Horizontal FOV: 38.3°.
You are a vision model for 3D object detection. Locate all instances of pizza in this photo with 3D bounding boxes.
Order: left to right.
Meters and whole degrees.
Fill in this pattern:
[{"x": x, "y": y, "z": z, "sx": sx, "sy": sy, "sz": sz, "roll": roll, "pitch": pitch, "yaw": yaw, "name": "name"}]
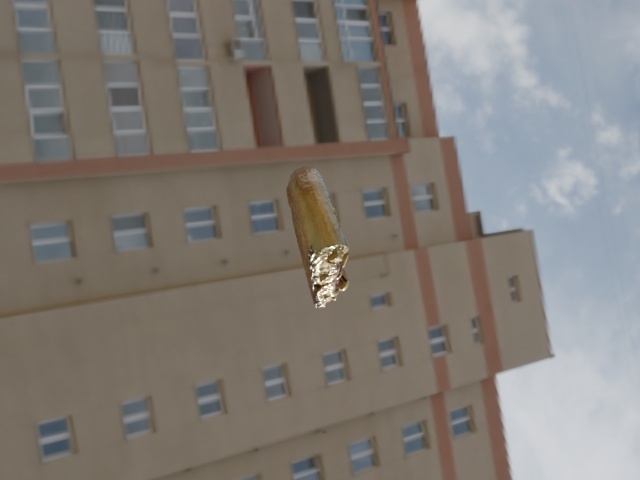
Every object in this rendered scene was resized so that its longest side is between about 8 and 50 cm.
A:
[{"x": 0.000, "y": 0.000, "z": 0.822, "sx": 0.178, "sy": 0.041, "sz": 0.131, "roll": -124, "pitch": -157, "yaw": -78, "name": "pizza"}]
